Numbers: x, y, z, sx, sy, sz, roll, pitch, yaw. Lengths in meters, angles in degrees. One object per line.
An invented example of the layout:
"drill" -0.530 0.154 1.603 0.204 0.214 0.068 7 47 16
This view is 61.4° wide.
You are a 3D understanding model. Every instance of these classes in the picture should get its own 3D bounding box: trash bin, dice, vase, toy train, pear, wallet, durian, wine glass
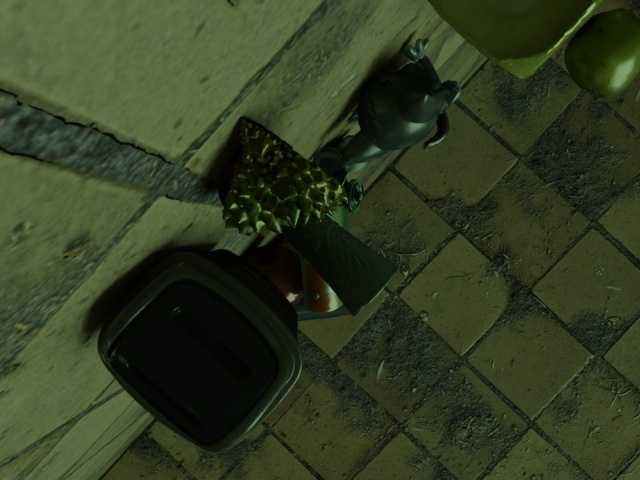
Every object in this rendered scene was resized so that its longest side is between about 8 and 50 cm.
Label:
"trash bin" -0.133 0.119 0.673 0.182 0.209 0.290 -49 -177 5
"dice" 0.241 -0.307 0.637 0.166 0.169 0.169 -48 177 33
"vase" 0.000 0.000 0.774 0.096 0.219 0.096 -47 176 -4
"toy train" 0.012 0.002 1.034 0.177 0.116 0.285 -44 136 -58
"pear" 0.329 -0.212 0.622 0.092 0.097 0.092 -18 -166 5
"wallet" -0.097 0.172 1.324 0.360 0.083 0.252 -5 171 -5
"durian" -0.045 -0.042 0.565 0.108 0.119 0.187 -51 178 4
"wine glass" 0.040 -0.141 0.944 0.072 0.072 0.155 -49 177 28

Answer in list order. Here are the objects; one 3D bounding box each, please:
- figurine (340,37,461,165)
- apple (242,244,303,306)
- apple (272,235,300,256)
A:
"figurine" 0.139 -0.209 0.873 0.193 0.140 0.265 -27 166 36
"apple" -0.102 0.077 1.111 0.153 0.153 0.120 -45 137 -32
"apple" -0.045 0.053 1.365 0.188 0.173 0.207 1 156 -41
